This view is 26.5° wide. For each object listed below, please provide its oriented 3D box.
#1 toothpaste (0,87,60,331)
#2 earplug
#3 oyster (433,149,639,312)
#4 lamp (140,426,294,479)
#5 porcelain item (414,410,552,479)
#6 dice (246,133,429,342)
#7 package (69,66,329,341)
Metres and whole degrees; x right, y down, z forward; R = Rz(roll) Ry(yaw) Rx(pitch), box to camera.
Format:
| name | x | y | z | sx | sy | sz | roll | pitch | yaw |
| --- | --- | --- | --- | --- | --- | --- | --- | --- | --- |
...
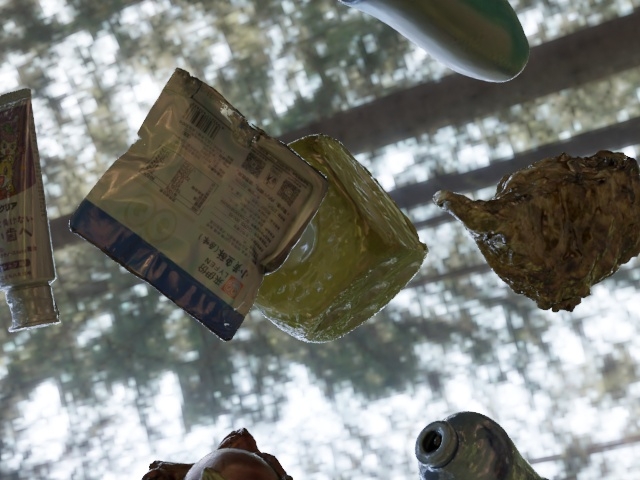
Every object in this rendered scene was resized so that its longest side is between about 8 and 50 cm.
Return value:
| name | x | y | z | sx | sy | sz | roll | pitch | yaw |
| --- | --- | --- | --- | --- | --- | --- | --- | --- | --- |
| toothpaste | -0.387 | -0.037 | 1.713 | 0.073 | 0.114 | 0.299 | -4 | -99 | -65 |
| earplug | 0.195 | -0.349 | 2.083 | 0.324 | 0.185 | 0.185 | 35 | -134 | -31 |
| oyster | 0.316 | -0.013 | 1.769 | 0.396 | 0.111 | 0.204 | -18 | -99 | -40 |
| lamp | -0.140 | 0.366 | 1.889 | 0.223 | 0.215 | 0.151 | -154 | 47 | -81 |
| porcelain item | 0.232 | 0.330 | 1.901 | 0.259 | 0.141 | 0.141 | 37 | -135 | -37 |
| dice | 0.000 | 0.000 | 2.032 | 0.238 | 0.227 | 0.233 | 52 | -163 | 20 |
| package | -0.097 | -0.031 | 1.135 | 0.171 | 0.027 | 0.173 | 39 | -106 | -17 |
